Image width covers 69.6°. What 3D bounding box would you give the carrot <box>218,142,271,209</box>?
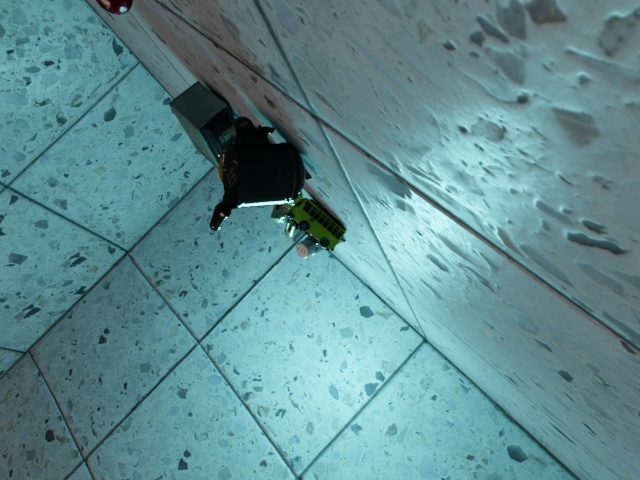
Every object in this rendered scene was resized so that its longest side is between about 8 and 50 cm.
[{"bbox_3d":[-0.257,-0.286,1.871,0.241,0.340,0.242,37,142,36],"label":"carrot"}]

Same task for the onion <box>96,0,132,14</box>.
[{"bbox_3d":[-0.654,-0.785,1.453,0.131,0.131,0.131,44,176,4],"label":"onion"}]

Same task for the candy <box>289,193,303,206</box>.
[{"bbox_3d":[-0.195,-0.291,2.307,0.305,0.083,0.091,52,178,6],"label":"candy"}]

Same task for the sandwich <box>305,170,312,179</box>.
[{"bbox_3d":[-0.083,-0.279,1.685,0.074,0.074,0.117,39,141,57],"label":"sandwich"}]

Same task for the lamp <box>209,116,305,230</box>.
[{"bbox_3d":[-0.185,-0.203,1.491,0.272,0.375,0.205,12,160,-20],"label":"lamp"}]

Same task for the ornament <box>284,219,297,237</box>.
[{"bbox_3d":[-0.112,-0.105,2.502,0.061,0.230,0.245,38,154,6],"label":"ornament"}]

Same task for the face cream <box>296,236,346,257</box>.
[{"bbox_3d":[0.000,0.000,2.289,0.143,0.089,0.314,42,-142,16],"label":"face cream"}]

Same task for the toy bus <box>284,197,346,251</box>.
[{"bbox_3d":[-0.023,-0.077,2.112,0.262,0.150,0.128,40,173,-15],"label":"toy bus"}]

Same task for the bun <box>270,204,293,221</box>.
[{"bbox_3d":[-0.188,-0.194,2.414,0.126,0.204,0.213,4,141,16],"label":"bun"}]

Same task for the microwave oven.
[{"bbox_3d":[-0.455,-0.476,1.936,0.237,0.181,0.295,41,165,25],"label":"microwave oven"}]
